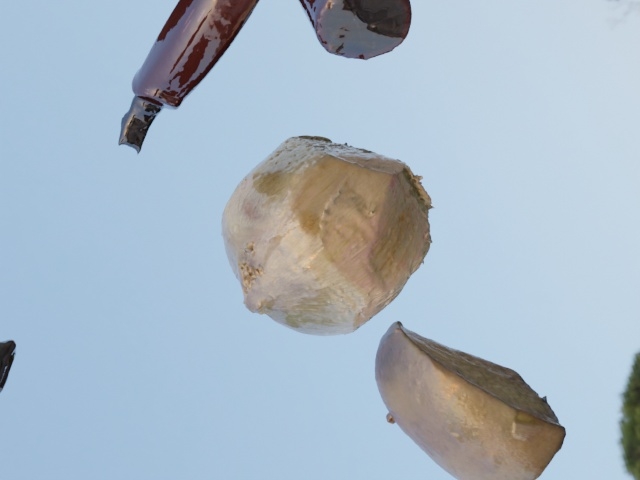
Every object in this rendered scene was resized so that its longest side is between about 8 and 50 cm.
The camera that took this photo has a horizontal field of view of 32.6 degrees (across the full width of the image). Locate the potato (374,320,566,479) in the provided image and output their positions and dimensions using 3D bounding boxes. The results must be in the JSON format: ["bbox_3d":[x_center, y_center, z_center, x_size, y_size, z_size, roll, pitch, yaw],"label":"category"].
[{"bbox_3d":[0.194,0.278,1.649,0.264,0.211,0.189,25,-162,-15],"label":"potato"}]

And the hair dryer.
[{"bbox_3d":[-0.066,-0.154,0.804,0.123,0.340,0.312,19,-141,-29],"label":"hair dryer"}]

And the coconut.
[{"bbox_3d":[-0.003,-0.001,1.013,0.194,0.194,0.194,30,-133,-38],"label":"coconut"}]

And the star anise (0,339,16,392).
[{"bbox_3d":[-0.322,0.157,0.676,0.108,0.315,0.315,47,-148,16],"label":"star anise"}]
